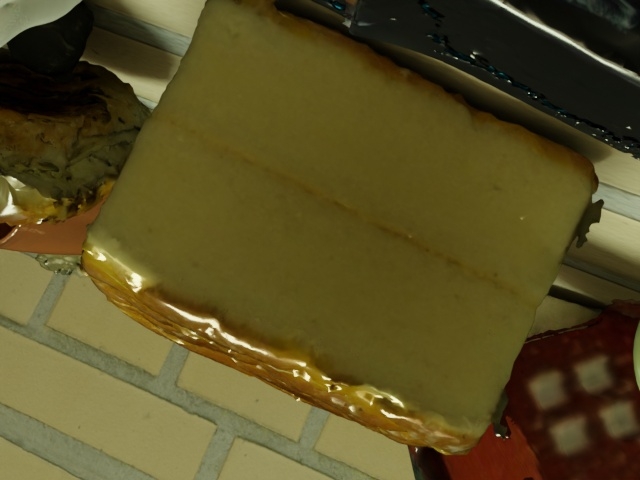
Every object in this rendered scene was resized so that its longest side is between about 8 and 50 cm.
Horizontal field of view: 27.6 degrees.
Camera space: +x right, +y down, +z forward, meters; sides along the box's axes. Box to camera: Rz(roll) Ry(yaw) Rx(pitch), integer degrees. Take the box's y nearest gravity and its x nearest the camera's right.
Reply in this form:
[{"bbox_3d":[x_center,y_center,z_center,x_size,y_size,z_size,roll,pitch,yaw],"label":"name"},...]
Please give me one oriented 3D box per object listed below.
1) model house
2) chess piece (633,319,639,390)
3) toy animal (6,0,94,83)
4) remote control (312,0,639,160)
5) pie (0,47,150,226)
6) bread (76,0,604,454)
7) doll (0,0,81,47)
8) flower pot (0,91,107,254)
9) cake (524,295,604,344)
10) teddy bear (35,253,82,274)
[{"bbox_3d":[0.224,0.157,1.050,0.254,0.160,0.196,-15,154,-18],"label":"model house"},{"bbox_3d":[0.261,0.037,0.692,0.144,0.144,0.251,23,164,10],"label":"chess piece"},{"bbox_3d":[-0.312,-0.205,0.872,0.168,0.106,0.343,10,170,34],"label":"toy animal"},{"bbox_3d":[0.046,-0.115,0.560,0.398,0.062,0.144,26,172,1],"label":"remote control"},{"bbox_3d":[-0.255,-0.098,1.013,0.308,0.086,0.308,11,-163,-3],"label":"pie"},{"bbox_3d":[0.000,0.000,0.873,0.279,0.207,0.279,25,172,-7],"label":"bread"},{"bbox_3d":[-0.204,-0.203,0.620,0.188,0.099,0.384,41,173,17],"label":"doll"},{"bbox_3d":[-0.242,-0.069,1.266,0.190,0.191,0.173,16,180,43],"label":"flower pot"},{"bbox_3d":[0.249,0.116,1.250,0.116,0.086,0.220,19,168,43],"label":"cake"},{"bbox_3d":[-0.355,-0.066,1.595,0.267,0.156,0.256,17,166,47],"label":"teddy bear"}]
